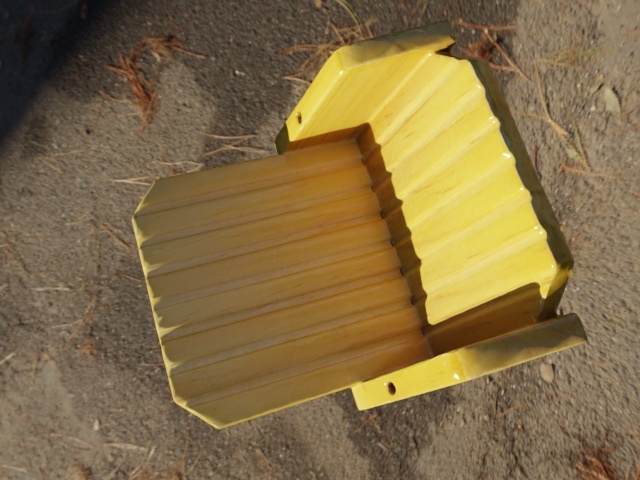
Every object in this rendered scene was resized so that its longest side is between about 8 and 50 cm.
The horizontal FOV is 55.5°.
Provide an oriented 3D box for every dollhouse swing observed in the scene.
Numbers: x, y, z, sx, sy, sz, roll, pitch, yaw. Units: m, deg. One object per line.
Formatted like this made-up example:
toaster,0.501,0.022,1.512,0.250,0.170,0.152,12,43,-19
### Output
dollhouse swing,0.000,0.000,0.621,0.315,0.305,0.346,-42,61,58
